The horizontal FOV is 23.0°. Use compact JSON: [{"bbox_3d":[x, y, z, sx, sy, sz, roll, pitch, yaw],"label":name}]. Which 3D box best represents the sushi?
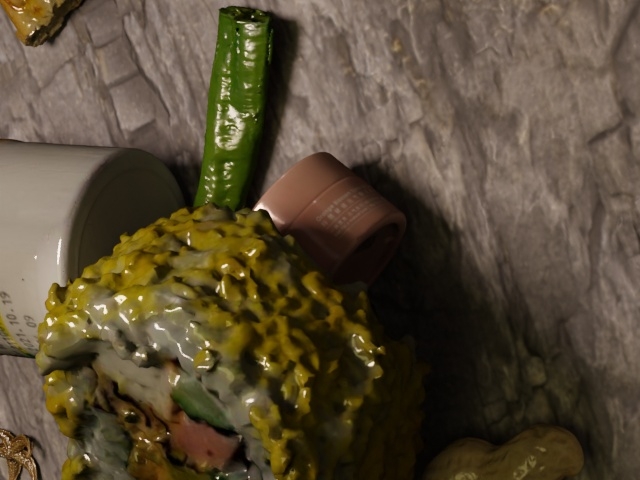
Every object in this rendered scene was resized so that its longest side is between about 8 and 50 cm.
[{"bbox_3d":[-0.092,0.166,1.486,0.351,0.240,0.396,24,136,24],"label":"sushi"}]

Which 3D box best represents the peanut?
[{"bbox_3d":[0.174,0.230,1.555,0.187,0.082,0.082,-16,91,31],"label":"peanut"}]

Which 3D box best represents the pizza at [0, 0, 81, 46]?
[{"bbox_3d":[-0.313,-0.384,1.724,0.223,0.089,0.323,-12,93,35],"label":"pizza"}]

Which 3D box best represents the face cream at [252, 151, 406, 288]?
[{"bbox_3d":[0.000,0.000,1.570,0.104,0.149,0.149,40,116,17],"label":"face cream"}]

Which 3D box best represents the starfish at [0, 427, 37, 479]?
[{"bbox_3d":[-0.373,0.262,1.911,0.091,0.028,0.078,43,123,14],"label":"starfish"}]

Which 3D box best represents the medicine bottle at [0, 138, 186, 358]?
[{"bbox_3d":[-0.293,0.013,1.693,0.232,0.238,0.237,6,102,29],"label":"medicine bottle"}]

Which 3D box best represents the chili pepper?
[{"bbox_3d":[-0.104,-0.067,1.664,0.085,0.076,0.359,23,107,46],"label":"chili pepper"}]
